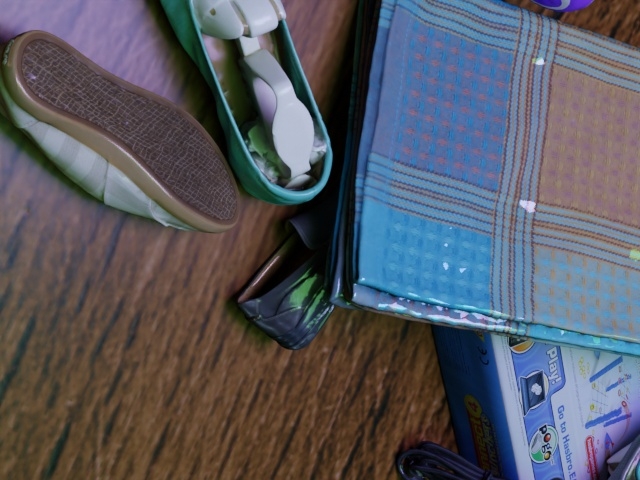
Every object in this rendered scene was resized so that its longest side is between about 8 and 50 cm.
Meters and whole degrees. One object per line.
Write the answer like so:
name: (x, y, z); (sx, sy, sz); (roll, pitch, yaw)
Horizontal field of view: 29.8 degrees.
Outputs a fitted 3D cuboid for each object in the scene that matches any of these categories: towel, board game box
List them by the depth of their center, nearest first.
towel: (0.189, -0.051, 0.961); (0.370, 0.040, 0.272); (12, 76, -22)
board game box: (0.251, 0.070, 1.099); (0.302, 0.086, 0.308); (-26, 116, -27)

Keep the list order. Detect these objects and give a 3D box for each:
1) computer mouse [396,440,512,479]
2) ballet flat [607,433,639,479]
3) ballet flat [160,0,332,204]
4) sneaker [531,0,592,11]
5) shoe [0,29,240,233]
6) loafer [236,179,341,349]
computer mouse: (0.143, 0.314, 1.043); (0.060, 0.184, 0.262); (-4, 104, -56)
ballet flat: (0.267, 0.222, 1.057); (0.213, 0.068, 0.072); (-49, 118, -20)
ballet flat: (-0.047, -0.133, 0.842); (0.083, 0.087, 0.247); (-33, 118, -23)
sneaker: (0.085, -0.237, 0.891); (0.293, 0.102, 0.146); (36, 74, -27)
shoe: (-0.140, -0.068, 0.822); (0.219, 0.058, 0.077); (37, 50, -39)
loafer: (0.000, 0.000, 0.928); (0.061, 0.062, 0.170); (34, 81, -31)
